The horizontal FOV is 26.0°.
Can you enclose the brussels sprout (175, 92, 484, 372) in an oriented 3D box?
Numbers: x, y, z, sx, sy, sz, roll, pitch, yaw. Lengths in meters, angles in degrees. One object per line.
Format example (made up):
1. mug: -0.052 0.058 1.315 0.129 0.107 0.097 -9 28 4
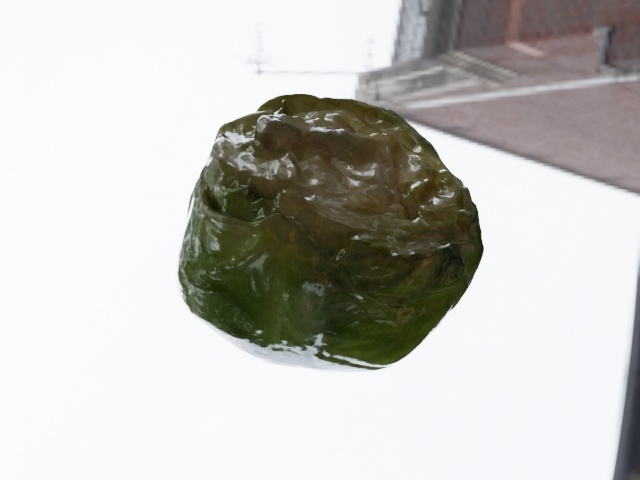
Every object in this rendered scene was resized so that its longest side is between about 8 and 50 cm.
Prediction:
1. brussels sprout: 0.001 0.005 0.735 0.151 0.122 0.149 34 -143 8
